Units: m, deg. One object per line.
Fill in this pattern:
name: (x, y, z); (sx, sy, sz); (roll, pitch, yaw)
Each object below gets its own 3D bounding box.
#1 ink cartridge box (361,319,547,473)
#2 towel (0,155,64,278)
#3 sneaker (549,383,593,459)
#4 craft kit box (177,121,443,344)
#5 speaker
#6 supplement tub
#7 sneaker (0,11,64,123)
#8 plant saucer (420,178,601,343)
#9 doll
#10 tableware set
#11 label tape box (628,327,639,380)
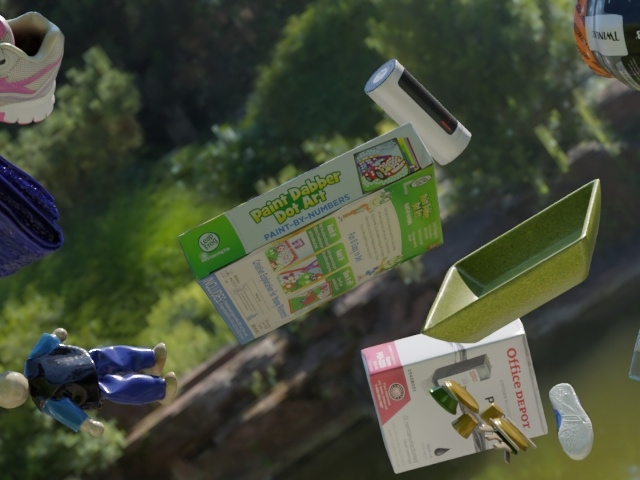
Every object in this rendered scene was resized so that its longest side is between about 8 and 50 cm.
ink cartridge box: (0.181, 0.203, 2.061); (0.218, 0.158, 0.092); (-16, 19, -1)
towel: (-0.439, -0.033, 1.690); (0.308, 0.228, 0.076); (-24, 32, 45)
sneaker: (0.404, 0.304, 2.421); (0.058, 0.084, 0.152); (-23, 37, 7)
craft kit box: (0.000, 0.000, 1.527); (0.247, 0.061, 0.250); (-24, -19, -2)
speaker: (0.118, -0.153, 1.851); (0.055, 0.136, 0.055); (-41, 19, 18)
supplement tub: (0.486, -0.281, 1.943); (0.193, 0.193, 0.316); (-39, 25, -28)
sneaker: (-0.341, -0.163, 1.436); (0.252, 0.103, 0.111); (-27, -28, -51)
plant saucer: (0.200, 0.030, 1.512); (0.188, 0.045, 0.188); (-32, 9, 23)
doll: (-0.241, 0.145, 1.558); (0.189, 0.129, 0.046); (-1, -37, -32)
tableware set: (0.163, 0.186, 1.579); (0.024, 0.104, 0.154); (-48, -21, 12)
label tape box: (0.474, 0.003, 1.522); (0.115, 0.249, 0.347); (-18, -58, -67)
